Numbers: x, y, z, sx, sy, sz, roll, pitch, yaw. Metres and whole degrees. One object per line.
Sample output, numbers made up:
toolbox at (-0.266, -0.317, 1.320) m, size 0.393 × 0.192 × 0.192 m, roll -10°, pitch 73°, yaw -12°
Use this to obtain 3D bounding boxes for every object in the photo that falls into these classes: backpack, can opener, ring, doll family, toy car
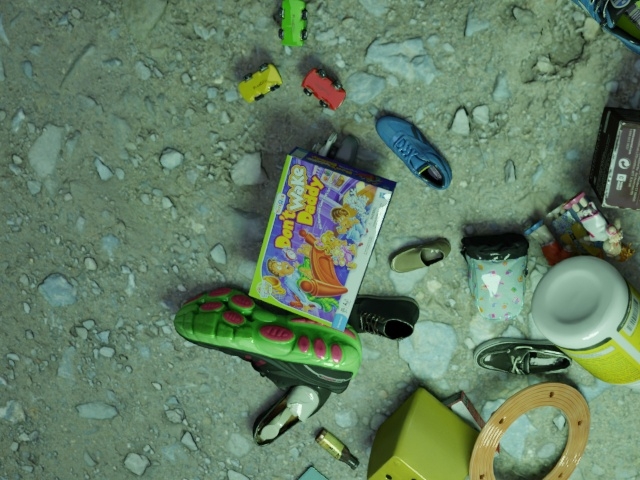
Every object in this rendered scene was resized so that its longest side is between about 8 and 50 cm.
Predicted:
backpack at (0.382, 0.083, 1.614) m, size 0.151 × 0.115 × 0.182 m, roll -2°, pitch 111°, yaw 10°
can opener at (-0.013, -0.116, 1.659) m, size 0.093 × 0.074 × 0.280 m, roll 31°, pitch 112°, yaw 2°
ring at (0.473, 0.468, 1.678) m, size 0.336 × 0.032 × 0.337 m, roll -9°, pitch 113°, yaw -23°
doll family at (0.551, -0.014, 1.512) m, size 0.118 × 0.263 × 0.163 m, roll -35°, pitch 83°, yaw -20°
toy car at (-0.055, -0.402, 1.587) m, size 0.238 × 0.053 × 0.225 m, roll 6°, pitch 109°, yaw 10°

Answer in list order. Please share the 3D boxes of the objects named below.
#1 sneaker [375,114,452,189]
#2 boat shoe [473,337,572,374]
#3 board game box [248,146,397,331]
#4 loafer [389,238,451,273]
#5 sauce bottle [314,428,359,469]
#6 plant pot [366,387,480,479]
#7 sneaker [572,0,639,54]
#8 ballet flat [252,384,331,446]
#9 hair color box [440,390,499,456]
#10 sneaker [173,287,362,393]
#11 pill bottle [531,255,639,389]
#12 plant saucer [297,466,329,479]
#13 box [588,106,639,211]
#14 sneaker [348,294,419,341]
sneaker at (0.200, -0.189, 1.584) m, size 0.209 × 0.082 × 0.069 m, roll 43°, pitch 114°, yaw -2°
boat shoe at (0.458, 0.267, 1.680) m, size 0.219 × 0.070 × 0.078 m, roll -7°, pitch 106°, yaw 15°
board game box at (0.000, 0.000, 1.617) m, size 0.233 × 0.078 × 0.347 m, roll 20°, pitch 114°, yaw 7°
loafer at (0.222, 0.037, 1.669) m, size 0.148 × 0.050 × 0.056 m, roll -23°, pitch 101°, yaw 19°
sauce bottle at (0.044, 0.532, 1.877) m, size 0.128 × 0.042 × 0.042 m, roll 40°, pitch 112°, yaw -1°
plant pot at (0.228, 0.513, 1.711) m, size 0.212 × 0.187 × 0.212 m, roll 38°, pitch 129°, yaw 6°
sneaker at (0.542, -0.469, 1.378) m, size 0.330 × 0.147 × 0.130 m, roll 38°, pitch 112°, yaw -1°
ballet flat at (-0.069, 0.426, 1.839) m, size 0.095 × 0.096 × 0.280 m, roll 42°, pitch 111°, yaw -3°
hair color box at (0.347, 0.457, 1.777) m, size 0.093 × 0.053 × 0.167 m, roll -33°, pitch 97°, yaw 22°
sneaker at (-0.140, 0.256, 1.749) m, size 0.482 × 0.185 × 0.202 m, roll 15°, pitch 129°, yaw 20°
pill bottle at (0.584, 0.181, 1.498) m, size 0.188 × 0.188 × 0.334 m, roll -37°, pitch 131°, yaw 21°
plant saucer at (-0.054, 0.673, 1.960) m, size 0.067 × 0.018 × 0.192 m, roll 39°, pitch 113°, yaw -2°
box at (0.631, -0.156, 1.430) m, size 0.166 × 0.203 × 0.169 m, roll 8°, pitch 109°, yaw 10°
sneaker at (0.114, 0.183, 1.705) m, size 0.221 × 0.118 × 0.083 m, roll -9°, pitch 106°, yaw 15°
